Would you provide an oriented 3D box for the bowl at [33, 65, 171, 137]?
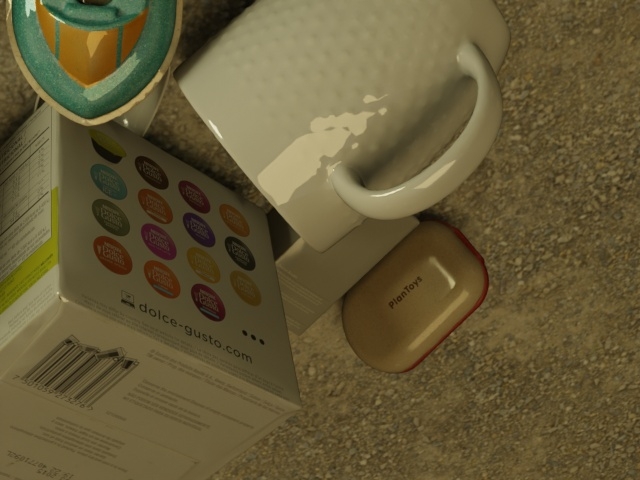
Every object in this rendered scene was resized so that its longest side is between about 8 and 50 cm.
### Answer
[{"bbox_3d":[-0.261,-0.187,1.547,0.142,0.053,0.142,14,118,-26],"label":"bowl"}]

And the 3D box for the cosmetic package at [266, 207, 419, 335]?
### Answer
[{"bbox_3d":[0.000,0.000,1.740,0.238,0.107,0.127,-44,126,12],"label":"cosmetic package"}]

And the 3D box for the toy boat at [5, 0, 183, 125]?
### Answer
[{"bbox_3d":[-0.306,-0.255,1.391,0.318,0.148,0.268,0,99,-6],"label":"toy boat"}]

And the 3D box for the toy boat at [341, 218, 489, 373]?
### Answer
[{"bbox_3d":[0.143,0.085,1.843,0.231,0.151,0.151,-45,155,16],"label":"toy boat"}]

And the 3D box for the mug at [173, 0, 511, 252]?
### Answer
[{"bbox_3d":[0.060,-0.166,1.466,0.328,0.374,0.276,-39,132,4],"label":"mug"}]

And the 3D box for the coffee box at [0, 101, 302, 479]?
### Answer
[{"bbox_3d":[-0.276,0.099,1.542,0.337,0.334,0.338,31,122,-35],"label":"coffee box"}]
